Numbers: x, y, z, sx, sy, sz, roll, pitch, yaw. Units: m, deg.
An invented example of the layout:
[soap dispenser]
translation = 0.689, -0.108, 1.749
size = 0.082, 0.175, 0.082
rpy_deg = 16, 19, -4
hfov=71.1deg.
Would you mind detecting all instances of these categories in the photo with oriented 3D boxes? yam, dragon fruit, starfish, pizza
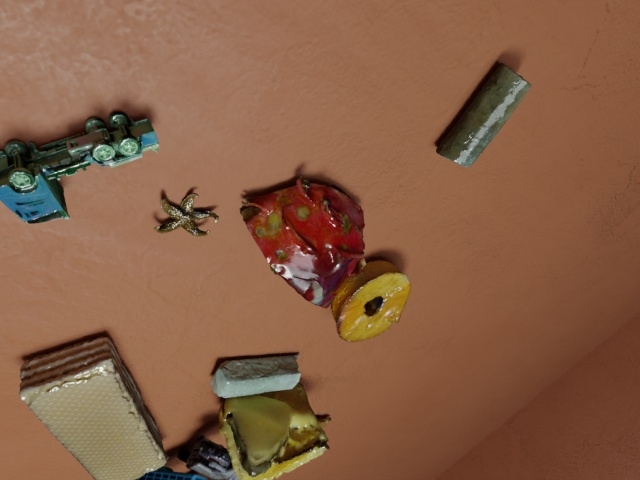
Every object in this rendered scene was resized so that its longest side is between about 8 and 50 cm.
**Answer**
[yam]
translation = 0.267, -0.200, 0.736
size = 0.068, 0.068, 0.169
rpy_deg = 14, 122, -41
[dragon fruit]
translation = 0.008, 0.004, 0.721
size = 0.161, 0.126, 0.274
rpy_deg = -38, 140, 6
[starfish]
translation = -0.194, -0.033, 0.632
size = 0.078, 0.028, 0.091
rpy_deg = -42, 136, 1
[pizza]
translation = -0.008, 0.527, 1.296
size = 0.083, 0.025, 0.078
rpy_deg = -30, 144, -15

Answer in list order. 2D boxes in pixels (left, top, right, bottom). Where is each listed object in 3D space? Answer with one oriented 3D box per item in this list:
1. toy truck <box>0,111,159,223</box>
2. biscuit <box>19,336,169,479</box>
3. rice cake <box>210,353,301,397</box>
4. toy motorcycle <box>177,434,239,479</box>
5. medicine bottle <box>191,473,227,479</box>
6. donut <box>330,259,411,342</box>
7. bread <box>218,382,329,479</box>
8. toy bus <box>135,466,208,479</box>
[toy truck]
translation = -0.270, -0.084, 0.511
size = 0.175, 0.067, 0.081
rpy_deg = -24, 144, -15
[biscuit]
translation = -0.392, 0.338, 0.828
size = 0.144, 0.078, 0.426
rpy_deg = -16, 137, -20
[rice cake]
translation = -0.132, 0.290, 0.958
size = 0.207, 0.063, 0.069
rpy_deg = 8, 127, -37
[toy motorcycle]
translation = -0.247, 0.507, 1.034
size = 0.122, 0.080, 0.215
rpy_deg = 36, 139, -17
[medicine bottle]
translation = -0.326, 0.670, 1.159
size = 0.213, 0.121, 0.122
rpy_deg = 23, 115, -44
[donut]
translation = 0.099, 0.120, 0.935
size = 0.174, 0.074, 0.190
rpy_deg = -12, 131, -21
[bread]
translation = -0.125, 0.417, 0.994
size = 0.163, 0.204, 0.262
rpy_deg = -42, 145, 25
[toy bus]
translation = -0.357, 0.576, 1.018
size = 0.185, 0.106, 0.090
rpy_deg = -3, 143, 18
